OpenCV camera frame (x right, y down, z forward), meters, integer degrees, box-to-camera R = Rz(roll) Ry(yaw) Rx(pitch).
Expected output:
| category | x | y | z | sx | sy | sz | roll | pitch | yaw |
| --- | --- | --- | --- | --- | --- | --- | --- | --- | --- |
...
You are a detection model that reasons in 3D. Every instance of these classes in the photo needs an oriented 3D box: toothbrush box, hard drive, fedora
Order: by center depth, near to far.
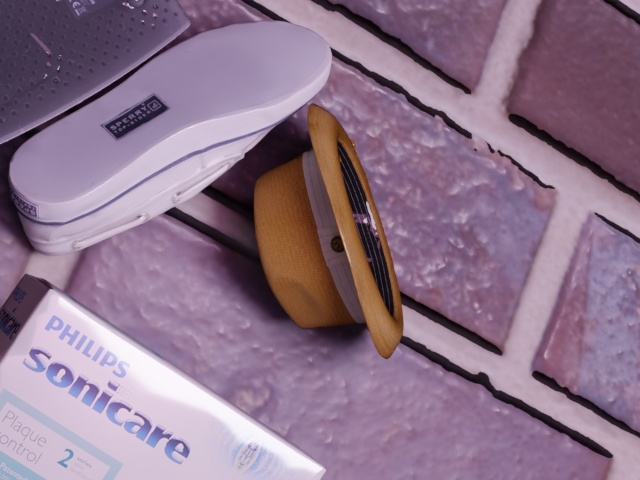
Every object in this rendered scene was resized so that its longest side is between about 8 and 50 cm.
| category | x | y | z | sx | sy | sz | roll | pitch | yaw |
| --- | --- | --- | --- | --- | --- | --- | --- | --- | --- |
| toothbrush box | -0.173 | 0.202 | 1.086 | 0.216 | 0.126 | 0.295 | 36 | 82 | -16 |
| hard drive | -0.226 | -0.159 | 1.180 | 0.254 | 0.054 | 0.172 | -36 | 98 | -37 |
| fedora | 0.000 | 0.000 | 1.249 | 0.079 | 0.194 | 0.194 | -17 | 89 | 10 |

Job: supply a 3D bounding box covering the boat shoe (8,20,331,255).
| category | x | y | z | sx | sy | sz | roll | pitch | yaw |
| --- | --- | --- | --- | --- | --- | --- | --- | --- | --- |
| boat shoe | -0.106 | -0.074 | 1.229 | 0.258 | 0.084 | 0.095 | -26 | 57 | -20 |
